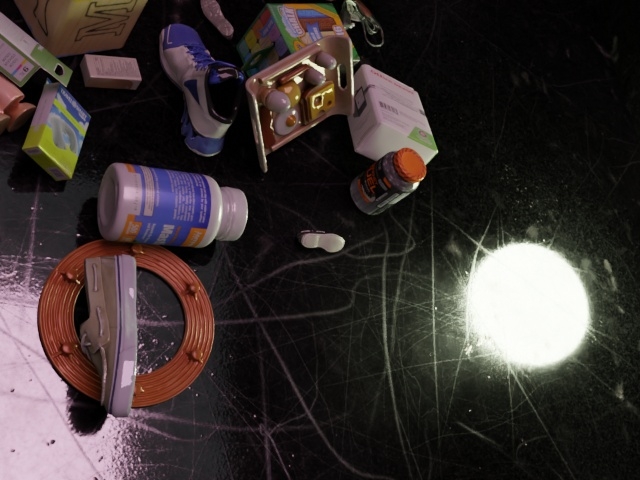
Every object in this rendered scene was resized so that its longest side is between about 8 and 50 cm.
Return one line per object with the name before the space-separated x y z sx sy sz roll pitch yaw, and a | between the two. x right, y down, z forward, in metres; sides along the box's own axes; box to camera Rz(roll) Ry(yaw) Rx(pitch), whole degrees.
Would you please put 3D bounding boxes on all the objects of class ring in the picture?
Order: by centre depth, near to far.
ring | -0.353 0.144 1.248 0.337 0.032 0.336 17 58 -30

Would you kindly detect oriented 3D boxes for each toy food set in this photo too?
toy food set | -0.038 -0.321 1.552 0.306 0.219 0.092 -36 52 -26

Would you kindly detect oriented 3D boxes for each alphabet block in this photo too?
alphabet block | -0.502 -0.523 1.373 0.193 0.197 0.192 -28 86 -42

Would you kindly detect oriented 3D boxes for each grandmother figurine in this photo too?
grandmother figurine | -0.684 -0.349 1.216 0.342 0.104 0.208 48 25 -8

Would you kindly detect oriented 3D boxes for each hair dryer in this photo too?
hair dryer | 0.080 -0.730 2.009 0.224 0.080 0.293 4 68 -54

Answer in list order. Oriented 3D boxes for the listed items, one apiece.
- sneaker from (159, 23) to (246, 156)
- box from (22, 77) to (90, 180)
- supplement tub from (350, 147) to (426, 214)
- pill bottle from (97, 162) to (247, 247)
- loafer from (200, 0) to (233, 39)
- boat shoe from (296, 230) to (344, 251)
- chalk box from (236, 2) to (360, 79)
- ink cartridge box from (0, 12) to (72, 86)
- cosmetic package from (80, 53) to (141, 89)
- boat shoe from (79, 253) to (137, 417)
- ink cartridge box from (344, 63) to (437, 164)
sneaker | -0.249 -0.369 1.489 0.128 0.182 0.315 -6 71 -39
box | -0.507 -0.218 1.280 0.109 0.043 0.178 60 29 -55
supplement tub | 0.172 -0.152 1.678 0.117 0.190 0.116 17 57 -29
pill bottle | -0.291 -0.063 1.320 0.272 0.152 0.152 6 64 -34
loafer | -0.265 -0.565 1.681 0.045 0.039 0.125 -33 85 -9
boat shoe | 0.000 0.000 1.576 0.125 0.038 0.046 3 109 -35
chalk box | -0.082 -0.473 1.667 0.289 0.180 0.179 -17 78 -42
ink cartridge box | -0.575 -0.354 1.234 0.209 0.062 0.109 41 13 -29
cosmetic package | -0.454 -0.364 1.430 0.115 0.041 0.060 -5 71 -38
boat shoe | -0.371 0.162 1.152 0.094 0.109 0.302 1 56 -19
ink cartridge box | 0.182 -0.326 1.783 0.199 0.114 0.272 21 40 -27
